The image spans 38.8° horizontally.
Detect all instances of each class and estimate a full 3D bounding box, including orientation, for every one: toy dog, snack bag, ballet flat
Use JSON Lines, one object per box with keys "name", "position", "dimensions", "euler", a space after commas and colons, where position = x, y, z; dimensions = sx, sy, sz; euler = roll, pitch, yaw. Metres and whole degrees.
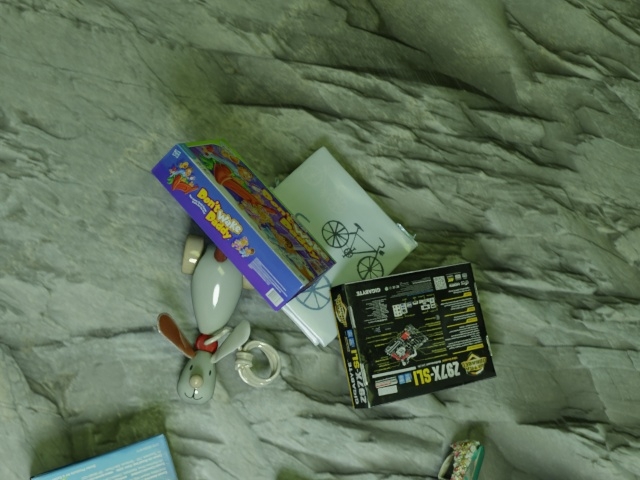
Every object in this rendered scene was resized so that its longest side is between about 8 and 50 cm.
{"name": "toy dog", "position": [-0.201, 0.131, 1.730], "dimensions": [0.220, 0.161, 0.333], "euler": [-10, 75, -8]}
{"name": "snack bag", "position": [0.000, 0.000, 1.928], "dimensions": [0.323, 0.037, 0.342], "euler": [46, 64, -3]}
{"name": "ballet flat", "position": [0.270, 0.497, 1.826], "dimensions": [0.077, 0.091, 0.241], "euler": [4, 34, 21]}

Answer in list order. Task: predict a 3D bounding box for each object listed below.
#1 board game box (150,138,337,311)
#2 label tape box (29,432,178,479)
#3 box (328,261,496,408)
{"name": "board game box", "position": [-0.139, -0.040, 1.741], "dimensions": [0.078, 0.233, 0.347], "euler": [-44, 86, 17]}
{"name": "label tape box", "position": [-0.346, 0.537, 1.589], "dimensions": [0.241, 0.106, 0.333], "euler": [-14, 80, -24]}
{"name": "box", "position": [0.196, 0.194, 1.901], "dimensions": [0.322, 0.079, 0.257], "euler": [-9, 85, -26]}
